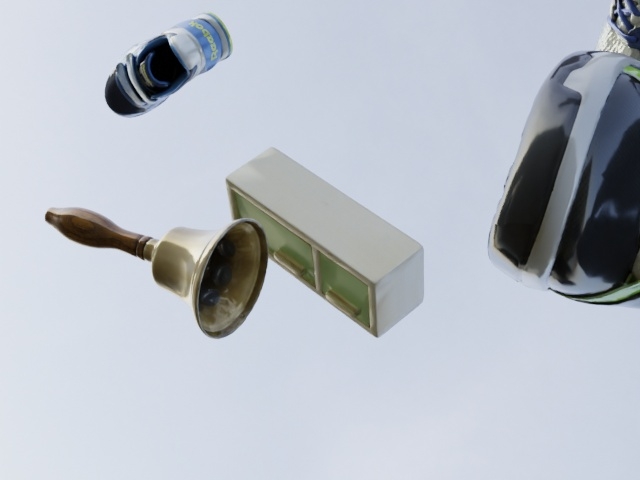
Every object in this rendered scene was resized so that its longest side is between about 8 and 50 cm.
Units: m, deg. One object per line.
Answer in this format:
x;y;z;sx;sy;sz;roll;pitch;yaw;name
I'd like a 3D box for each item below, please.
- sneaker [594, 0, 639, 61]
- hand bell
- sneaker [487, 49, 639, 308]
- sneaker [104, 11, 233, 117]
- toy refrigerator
0.306;-0.263;1.080;0.112;0.131;0.297;54;-51;51;sneaker
-0.188;0.007;1.210;0.242;0.126;0.126;17;-41;26;hand bell
0.147;-0.011;0.420;0.097;0.234;0.084;22;-79;33;sneaker
-0.136;-0.137;0.942;0.144;0.059;0.053;-27;-77;41;sneaker
0.000;0.000;1.454;0.269;0.094;0.102;35;-33;32;toy refrigerator
